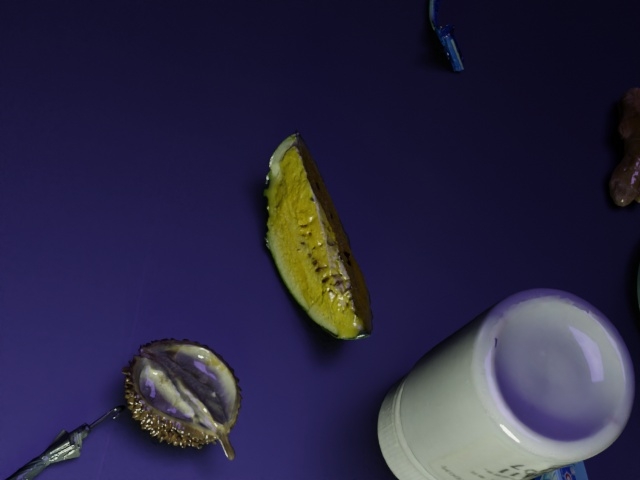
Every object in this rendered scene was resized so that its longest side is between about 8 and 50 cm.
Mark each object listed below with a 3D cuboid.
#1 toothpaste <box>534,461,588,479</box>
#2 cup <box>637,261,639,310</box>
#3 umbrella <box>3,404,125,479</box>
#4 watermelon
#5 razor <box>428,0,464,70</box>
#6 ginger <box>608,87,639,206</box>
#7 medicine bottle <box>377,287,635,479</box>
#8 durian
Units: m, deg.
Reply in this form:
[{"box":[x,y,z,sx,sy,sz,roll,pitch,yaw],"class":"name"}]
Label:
[{"box":[0.328,0.299,1.688,0.053,0.066,0.272,-6,72,-19],"class":"toothpaste"},{"box":[0.723,0.078,1.734,0.401,0.392,0.310,30,69,-11],"class":"cup"},{"box":[-0.357,0.284,1.495,0.269,0.044,0.044,-33,108,-17],"class":"umbrella"},{"box":[0.000,0.000,1.661,0.123,0.129,0.301,-16,81,-20],"class":"watermelon"},{"box":[0.207,-0.430,1.942,0.056,0.093,0.324,-3,62,19],"class":"razor"},{"box":[0.526,-0.146,1.918,0.115,0.081,0.205,4,74,17],"class":"ginger"},{"box":[0.219,0.209,1.519,0.211,0.371,0.211,6,69,-15],"class":"medicine bottle"},{"box":[-0.177,0.215,1.541,0.188,0.091,0.148,45,43,13],"class":"durian"}]
